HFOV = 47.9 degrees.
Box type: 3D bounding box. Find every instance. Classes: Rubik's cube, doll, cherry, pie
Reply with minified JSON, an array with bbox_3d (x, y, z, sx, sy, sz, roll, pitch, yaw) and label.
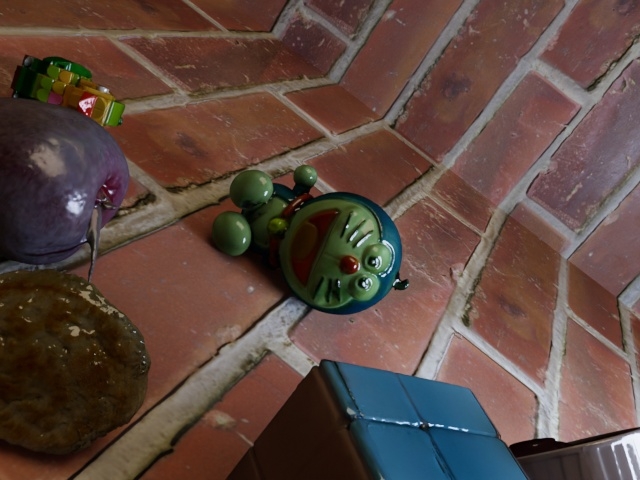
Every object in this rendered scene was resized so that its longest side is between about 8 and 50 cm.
[{"bbox_3d":[0.064,0.281,0.700,0.231,0.221,0.225,18,29,-36],"label":"Rubik's cube"},{"bbox_3d":[-0.402,-0.231,1.157,0.186,0.106,0.134,23,5,20],"label":"doll"},{"bbox_3d":[-0.339,-0.074,0.865,0.266,0.183,0.213,37,20,-4],"label":"cherry"},{"bbox_3d":[-0.001,0.001,1.178,0.322,0.198,0.186,32,9,14],"label":"doll"},{"bbox_3d":[-0.254,0.111,0.679,0.193,0.163,0.079,36,3,-16],"label":"pie"}]

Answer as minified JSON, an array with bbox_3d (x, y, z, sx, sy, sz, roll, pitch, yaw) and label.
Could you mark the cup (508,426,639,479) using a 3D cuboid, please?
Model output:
[{"bbox_3d":[0.279,0.362,0.815,0.208,0.288,0.273,-4,69,-27],"label":"cup"}]
